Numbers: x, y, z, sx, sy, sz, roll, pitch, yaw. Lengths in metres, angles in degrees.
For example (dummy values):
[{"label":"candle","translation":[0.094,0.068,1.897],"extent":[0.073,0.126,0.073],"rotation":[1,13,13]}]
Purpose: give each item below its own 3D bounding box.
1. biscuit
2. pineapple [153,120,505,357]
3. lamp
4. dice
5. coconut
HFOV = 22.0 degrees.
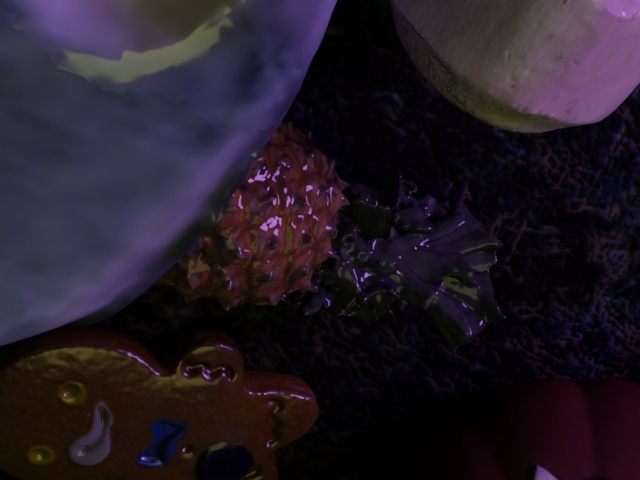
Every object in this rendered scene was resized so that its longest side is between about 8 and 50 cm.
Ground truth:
[{"label":"biscuit","translation":[-0.124,0.126,1.131],"extent":[0.236,0.039,0.180],"rotation":[13,126,-20]},{"label":"pineapple","translation":[0.001,0.000,1.002],"extent":[0.248,0.128,0.128],"rotation":[20,122,-32]},{"label":"lamp","translation":[0.182,0.245,1.147],"extent":[0.303,0.257,0.303],"rotation":[0,93,3]},{"label":"dice","translation":[-0.186,-0.171,0.674],"extent":[0.348,0.328,0.330],"rotation":[26,120,-30]},{"label":"coconut","translation":[0.129,-0.154,0.876],"extent":[0.171,0.171,0.183],"rotation":[20,124,-27]}]
